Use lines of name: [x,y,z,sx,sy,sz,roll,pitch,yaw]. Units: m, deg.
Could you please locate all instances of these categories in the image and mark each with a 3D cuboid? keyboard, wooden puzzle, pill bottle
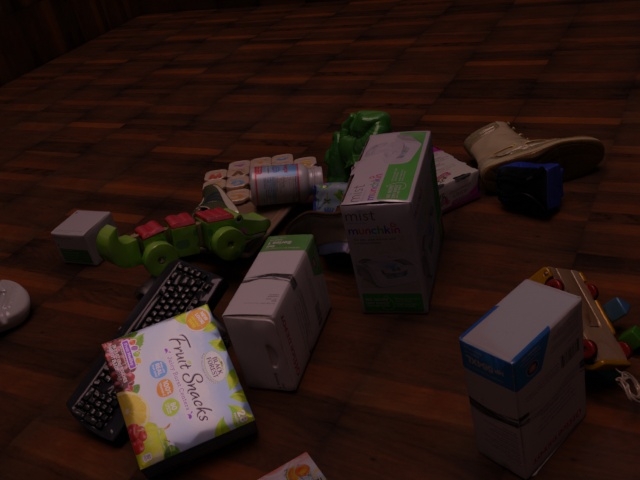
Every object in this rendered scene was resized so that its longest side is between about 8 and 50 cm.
keyboard: [-0.251,0.184,1.133,0.202,0.033,0.317,23,64,18]
wooden puzzle: [-0.197,-0.025,1.538,0.221,0.044,0.238,5,31,27]
pill bottle: [-0.075,-0.126,1.548,0.160,0.087,0.087,-5,32,-3]

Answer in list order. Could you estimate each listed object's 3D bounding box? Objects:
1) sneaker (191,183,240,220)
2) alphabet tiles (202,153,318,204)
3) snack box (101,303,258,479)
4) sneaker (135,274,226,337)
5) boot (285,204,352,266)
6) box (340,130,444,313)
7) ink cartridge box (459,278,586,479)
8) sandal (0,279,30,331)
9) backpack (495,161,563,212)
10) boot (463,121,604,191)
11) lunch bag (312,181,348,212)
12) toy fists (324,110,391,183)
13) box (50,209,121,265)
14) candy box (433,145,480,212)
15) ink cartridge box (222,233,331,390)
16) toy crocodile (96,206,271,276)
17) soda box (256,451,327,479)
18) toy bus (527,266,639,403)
sneaker: [-0.243,-0.069,1.516,0.086,0.064,0.192,-17,31,-22]
alphabet tiles: [-0.146,-0.160,1.713,0.284,0.021,0.278,-8,26,0]
snack box: [-0.212,0.222,1.046,0.175,0.070,0.207,-20,62,-13]
sneaker: [-0.261,0.133,1.280,0.091,0.094,0.258,-44,36,-14]
boot: [0.000,0.000,1.377,0.219,0.082,0.106,-16,47,43]
box: [0.136,-0.038,1.255,0.127,0.231,0.262,-1,33,19]
ink cartridge box: [0.265,0.178,0.897,0.148,0.203,0.086,-33,35,-30]
sandal: [-0.788,0.186,1.370,0.416,0.102,0.169,-9,45,-18]
backpack: [0.420,-0.109,1.398,0.120,0.097,0.101,8,16,44]
boot: [0.461,-0.202,1.531,0.262,0.095,0.203,-15,30,4]
lunch bag: [0.070,-0.075,1.469,0.129,0.096,0.151,5,7,26]
toy fists: [0.073,-0.190,1.488,0.096,0.279,0.142,17,75,-11]
box: [-0.528,-0.007,1.578,0.101,0.087,0.102,4,35,25]
candy box: [0.218,-0.137,1.531,0.159,0.071,0.233,-23,32,-16]
ink cartridge box: [-0.065,0.115,1.151,0.093,0.160,0.219,-1,33,21]
toy crocodile: [-0.257,-0.010,1.345,0.341,0.105,0.115,-14,23,-27]
soda box: [-0.075,0.349,0.885,0.183,0.058,0.063,-25,34,-18]
toy bus: [0.363,0.138,1.013,0.191,0.104,0.202,41,39,-1]
